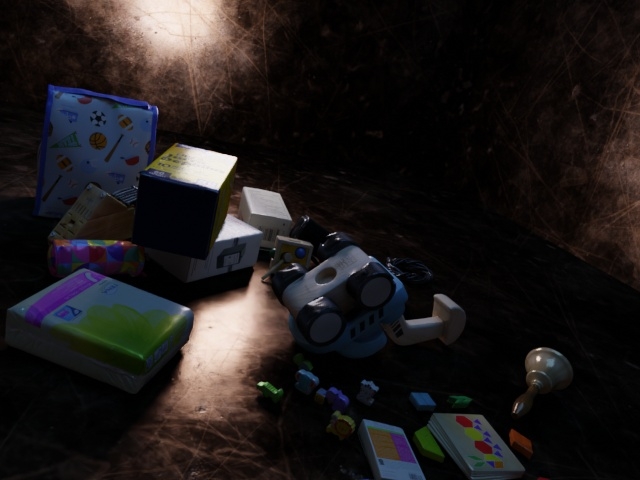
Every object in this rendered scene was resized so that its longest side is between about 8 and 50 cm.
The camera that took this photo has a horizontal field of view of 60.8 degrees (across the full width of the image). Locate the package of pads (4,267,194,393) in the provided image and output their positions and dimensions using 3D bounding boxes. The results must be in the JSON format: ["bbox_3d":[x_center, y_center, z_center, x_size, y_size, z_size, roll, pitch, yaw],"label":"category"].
[{"bbox_3d":[-0.439,0.176,1.125,0.297,0.101,0.229,20,21,7],"label":"package of pads"}]

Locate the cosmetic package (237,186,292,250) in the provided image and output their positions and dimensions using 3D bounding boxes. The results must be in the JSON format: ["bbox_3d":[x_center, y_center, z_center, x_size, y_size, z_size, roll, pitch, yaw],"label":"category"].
[{"bbox_3d":[-0.208,-0.080,1.975,0.153,0.129,0.296,9,21,-16],"label":"cosmetic package"}]

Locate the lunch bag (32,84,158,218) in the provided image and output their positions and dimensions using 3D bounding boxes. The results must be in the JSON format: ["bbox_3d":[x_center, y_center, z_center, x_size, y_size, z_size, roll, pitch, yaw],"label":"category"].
[{"bbox_3d":[-0.698,-0.267,1.704,0.328,0.385,0.239,5,23,-28],"label":"lunch bag"}]

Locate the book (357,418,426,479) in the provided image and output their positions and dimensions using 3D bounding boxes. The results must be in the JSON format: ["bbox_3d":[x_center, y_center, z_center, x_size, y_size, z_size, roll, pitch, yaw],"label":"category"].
[{"bbox_3d":[0.137,0.411,1.047,0.096,0.035,0.144,14,19,-16],"label":"book"}]

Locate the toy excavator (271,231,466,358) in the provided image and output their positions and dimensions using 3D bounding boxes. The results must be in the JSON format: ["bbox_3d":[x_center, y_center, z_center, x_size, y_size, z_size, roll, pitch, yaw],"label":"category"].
[{"bbox_3d":[0.148,0.190,1.428,0.433,0.445,0.222,-33,37,-9],"label":"toy excavator"}]

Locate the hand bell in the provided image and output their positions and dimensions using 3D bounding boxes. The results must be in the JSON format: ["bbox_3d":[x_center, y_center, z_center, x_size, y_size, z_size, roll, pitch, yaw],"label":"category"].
[{"bbox_3d":[0.540,0.381,1.389,0.126,0.126,0.242,29,34,31],"label":"hand bell"}]

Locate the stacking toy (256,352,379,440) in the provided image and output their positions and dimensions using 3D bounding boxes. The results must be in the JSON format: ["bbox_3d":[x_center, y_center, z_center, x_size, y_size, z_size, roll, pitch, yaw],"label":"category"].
[{"bbox_3d":[0.001,0.318,1.162,0.221,0.052,0.167,23,20,21],"label":"stacking toy"}]

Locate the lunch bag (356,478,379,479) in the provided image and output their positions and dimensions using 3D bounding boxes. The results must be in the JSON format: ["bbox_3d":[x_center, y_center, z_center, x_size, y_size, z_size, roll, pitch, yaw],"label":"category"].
[{"bbox_3d":[0.053,0.433,0.823,0.129,0.096,0.151,8,31,-22],"label":"lunch bag"}]

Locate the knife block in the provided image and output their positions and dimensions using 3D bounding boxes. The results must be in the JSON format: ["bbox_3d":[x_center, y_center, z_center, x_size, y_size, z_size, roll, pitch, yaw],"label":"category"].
[{"bbox_3d":[-0.596,-0.042,1.564,0.088,0.275,0.242,28,-12,31],"label":"knife block"}]

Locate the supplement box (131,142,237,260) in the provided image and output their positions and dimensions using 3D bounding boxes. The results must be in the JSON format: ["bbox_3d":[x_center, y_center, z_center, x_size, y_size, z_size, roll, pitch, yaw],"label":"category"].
[{"bbox_3d":[-0.358,-0.119,1.491,0.194,0.195,0.356,13,21,-6],"label":"supplement box"}]

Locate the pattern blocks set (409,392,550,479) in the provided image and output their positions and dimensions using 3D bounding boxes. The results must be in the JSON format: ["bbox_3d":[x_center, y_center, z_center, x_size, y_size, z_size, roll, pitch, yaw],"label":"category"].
[{"bbox_3d":[0.326,0.433,1.145,0.286,0.026,0.324,12,20,-13],"label":"pattern blocks set"}]

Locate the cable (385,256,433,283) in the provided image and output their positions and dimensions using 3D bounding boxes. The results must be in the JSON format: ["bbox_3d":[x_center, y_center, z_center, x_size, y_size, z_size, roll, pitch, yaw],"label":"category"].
[{"bbox_3d":[0.332,0.110,2.012,0.185,0.047,0.150,16,19,-4],"label":"cable"}]

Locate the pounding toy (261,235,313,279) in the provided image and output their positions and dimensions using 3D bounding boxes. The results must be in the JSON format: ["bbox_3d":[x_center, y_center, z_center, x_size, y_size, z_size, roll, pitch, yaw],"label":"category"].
[{"bbox_3d":[-0.107,0.062,1.694,0.141,0.130,0.100,12,8,-14],"label":"pounding toy"}]

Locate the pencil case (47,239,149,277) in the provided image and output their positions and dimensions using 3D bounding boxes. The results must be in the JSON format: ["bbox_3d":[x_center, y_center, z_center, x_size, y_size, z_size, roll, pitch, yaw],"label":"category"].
[{"bbox_3d":[-0.562,0.046,1.388,0.237,0.104,0.104,2,24,-35],"label":"pencil case"}]

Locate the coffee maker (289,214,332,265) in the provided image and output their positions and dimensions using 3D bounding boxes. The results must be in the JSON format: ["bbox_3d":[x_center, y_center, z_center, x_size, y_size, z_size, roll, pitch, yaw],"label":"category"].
[{"bbox_3d":[0.000,0.000,1.811,0.178,0.120,0.171,32,-21,-19],"label":"coffee maker"}]

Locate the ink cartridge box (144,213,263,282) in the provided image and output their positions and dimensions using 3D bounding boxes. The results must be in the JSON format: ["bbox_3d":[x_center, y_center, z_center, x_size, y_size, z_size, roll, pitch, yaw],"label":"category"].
[{"bbox_3d":[-0.349,0.006,1.631,0.211,0.121,0.289,27,23,29],"label":"ink cartridge box"}]
